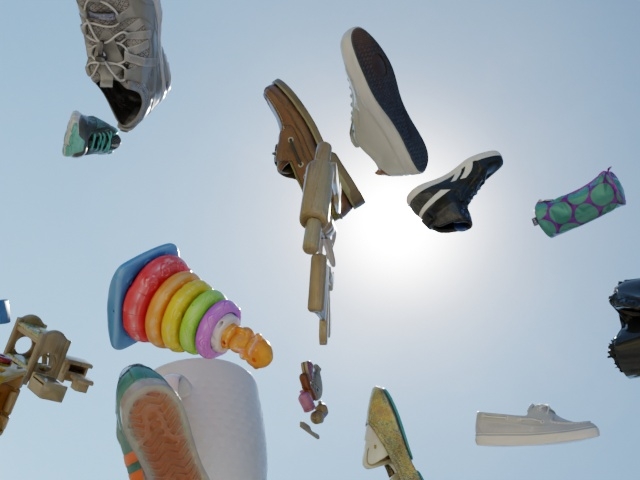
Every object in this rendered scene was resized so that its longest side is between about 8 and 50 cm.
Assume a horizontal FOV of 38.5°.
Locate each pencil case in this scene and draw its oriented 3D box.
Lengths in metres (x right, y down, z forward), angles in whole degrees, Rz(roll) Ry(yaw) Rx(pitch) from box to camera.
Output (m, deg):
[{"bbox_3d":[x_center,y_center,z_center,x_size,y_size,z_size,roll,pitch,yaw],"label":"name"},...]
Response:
[{"bbox_3d":[0.433,-0.061,1.538,0.151,0.064,0.070,-27,-89,29],"label":"pencil case"}]

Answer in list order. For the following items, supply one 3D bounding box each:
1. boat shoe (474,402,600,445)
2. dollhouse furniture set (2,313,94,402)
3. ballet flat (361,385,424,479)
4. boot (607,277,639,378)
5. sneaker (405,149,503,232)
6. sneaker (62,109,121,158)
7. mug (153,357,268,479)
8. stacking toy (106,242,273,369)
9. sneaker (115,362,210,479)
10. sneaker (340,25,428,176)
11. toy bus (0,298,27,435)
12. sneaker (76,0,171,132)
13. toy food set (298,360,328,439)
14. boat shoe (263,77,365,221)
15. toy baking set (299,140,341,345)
[{"bbox_3d":[0.324,0.278,1.386,0.184,0.066,0.063,-9,-107,25],"label":"boat shoe"},{"bbox_3d":[-0.434,0.212,1.591,0.161,0.101,0.182,23,-4,-42],"label":"dollhouse furniture set"},{"bbox_3d":[0.151,0.475,1.883,0.123,0.123,0.349,-38,-108,54],"label":"ballet flat"},{"bbox_3d":[0.419,0.035,0.979,0.207,0.247,0.094,-11,-50,39],"label":"boot"},{"bbox_3d":[0.289,-0.083,1.810,0.121,0.216,0.079,58,-9,29],"label":"sneaker"},{"bbox_3d":[-0.319,-0.148,1.294,0.166,0.076,0.065,-118,-137,-71],"label":"sneaker"},{"bbox_3d":[-0.248,0.415,1.799,0.374,0.276,0.328,76,1,-46],"label":"mug"},{"bbox_3d":[-0.199,0.137,1.547,0.301,0.165,0.175,22,-62,27],"label":"stacking toy"},{"bbox_3d":[-0.214,0.305,1.260,0.121,0.108,0.302,-141,-139,-63],"label":"sneaker"},{"bbox_3d":[0.081,-0.232,1.627,0.123,0.106,0.290,-8,-62,37],"label":"sneaker"},{"bbox_3d":[-0.467,0.168,1.115,0.104,0.202,0.191,13,52,-83],"label":"toy bus"},{"bbox_3d":[-0.268,-0.260,1.232,0.105,0.115,0.281,8,-32,15],"label":"sneaker"},{"bbox_3d":[-0.011,0.229,1.367,0.019,0.122,0.078,-19,-39,22],"label":"toy food set"},{"bbox_3d":[-0.040,-0.162,1.658,0.307,0.104,0.111,58,1,27],"label":"boat shoe"},{"bbox_3d":[0.000,-0.004,1.009,0.030,0.256,0.197,2,-41,4],"label":"toy baking set"}]
